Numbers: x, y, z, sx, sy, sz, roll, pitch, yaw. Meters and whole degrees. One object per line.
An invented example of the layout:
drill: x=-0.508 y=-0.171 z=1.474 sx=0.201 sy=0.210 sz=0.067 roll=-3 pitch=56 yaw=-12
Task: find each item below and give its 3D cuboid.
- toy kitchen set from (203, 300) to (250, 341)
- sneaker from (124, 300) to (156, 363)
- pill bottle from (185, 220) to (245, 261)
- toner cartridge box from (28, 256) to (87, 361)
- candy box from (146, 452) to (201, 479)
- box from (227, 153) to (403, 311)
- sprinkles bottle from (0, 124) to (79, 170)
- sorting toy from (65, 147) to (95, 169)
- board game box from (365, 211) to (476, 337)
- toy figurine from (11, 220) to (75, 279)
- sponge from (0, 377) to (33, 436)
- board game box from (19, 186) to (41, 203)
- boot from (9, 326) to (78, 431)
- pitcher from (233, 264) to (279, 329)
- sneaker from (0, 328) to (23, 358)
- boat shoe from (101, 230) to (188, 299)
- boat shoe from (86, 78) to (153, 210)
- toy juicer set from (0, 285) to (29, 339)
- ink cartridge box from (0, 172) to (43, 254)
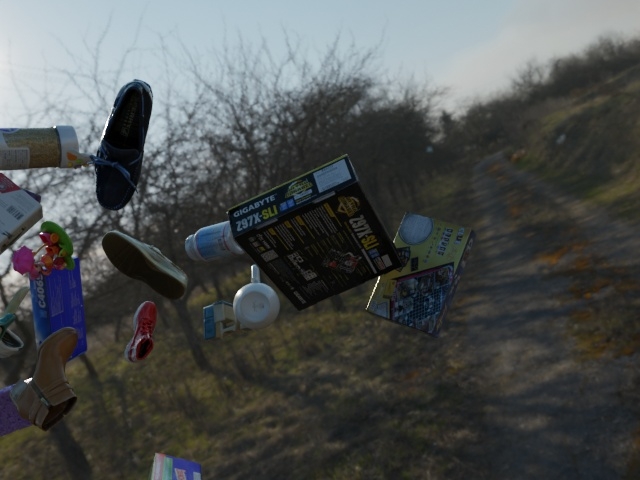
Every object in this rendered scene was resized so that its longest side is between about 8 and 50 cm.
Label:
toy kitchen set: x=-0.351 y=0.249 z=2.246 sx=0.207 sy=0.122 sz=0.166 roll=-20 pitch=-28 yaw=31
sneaker: x=-0.589 y=0.311 z=2.263 sx=0.087 sy=0.221 sz=0.128 roll=22 pitch=-22 yaw=-33
pill bottle: x=-0.253 y=0.004 z=1.620 sx=0.160 sy=0.087 sz=0.087 roll=-12 pitch=8 yaw=35
toner cartridge box: x=-0.885 y=0.239 z=2.243 sx=0.075 sy=0.348 sz=0.165 roll=6 pitch=15 yaw=21
candy box: x=-0.350 y=0.650 z=1.399 sx=0.122 sy=0.317 sz=0.268 roll=19 pitch=-5 yaw=-9
box: x=0.000 y=0.000 z=1.333 sx=0.257 sy=0.079 sz=0.322 roll=-26 pitch=-38 yaw=8
sprinkles bottle: x=-0.843 y=-0.246 z=1.782 sx=0.355 sy=0.121 sz=0.121 roll=-8 pitch=-8 yaw=-32
sorting toy: x=-0.583 y=-0.201 z=1.648 sx=0.075 sy=0.045 sz=0.083 roll=-1 pitch=-1 yaw=-1
board game box: x=0.219 y=0.071 z=1.444 sx=0.165 sy=0.243 sz=0.042 roll=18 pitch=-11 yaw=32
toy figurine: x=-0.823 y=0.055 z=1.944 sx=0.130 sy=0.173 sz=0.159 roll=8 pitch=35 yaw=30
sponge: x=-0.766 y=0.425 z=1.731 sx=0.210 sy=0.117 sz=0.031 roll=-17 pitch=16 yaw=-27
board game box: x=-0.690 y=-0.058 z=1.450 sx=0.133 sy=0.033 sz=0.168 roll=-43 pitch=-23 yaw=5
boot: x=-0.539 y=0.285 z=1.363 sx=0.152 sy=0.073 sz=0.197 roll=21 pitch=72 yaw=41
pitcher: x=-0.178 y=0.154 z=1.834 sx=0.125 sy=0.178 sz=0.207 roll=-9 pitch=-3 yaw=-3
sneaker: x=-1.047 y=0.278 z=2.086 sx=0.091 sy=0.258 sz=0.094 roll=-24 pitch=46 yaw=14
boat shoe: x=-0.549 y=0.067 z=2.090 sx=0.109 sy=0.302 sz=0.098 roll=-47 pitch=16 yaw=22
boat shoe: x=-0.388 y=-0.180 z=1.261 sx=0.109 sy=0.258 sz=0.089 roll=9 pitch=14 yaw=-8
toy juicer set: x=-0.797 y=0.264 z=1.538 sx=0.209 sy=0.089 sz=0.329 roll=-54 pitch=0 yaw=30
ink cartridge box: x=-0.579 y=-0.037 z=1.174 sx=0.135 sy=0.099 sz=0.056 roll=-51 pitch=1 yaw=-29
